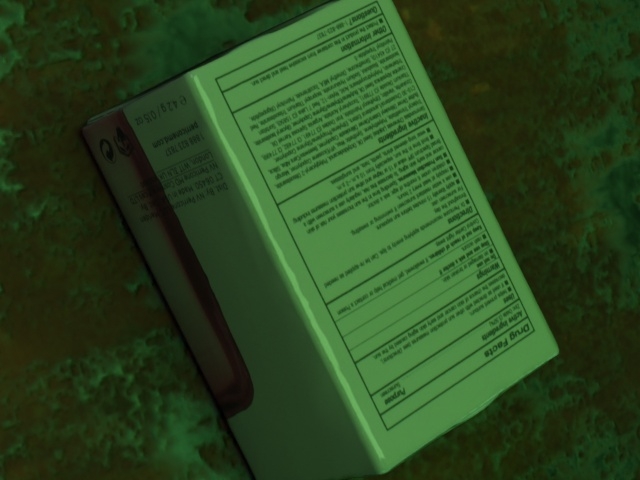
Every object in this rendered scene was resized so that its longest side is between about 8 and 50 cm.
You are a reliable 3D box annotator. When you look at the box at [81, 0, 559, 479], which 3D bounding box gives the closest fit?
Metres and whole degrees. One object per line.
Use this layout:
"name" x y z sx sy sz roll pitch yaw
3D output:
"box" 0.000 0.000 1.057 0.148 0.127 0.232 -29 97 -36
